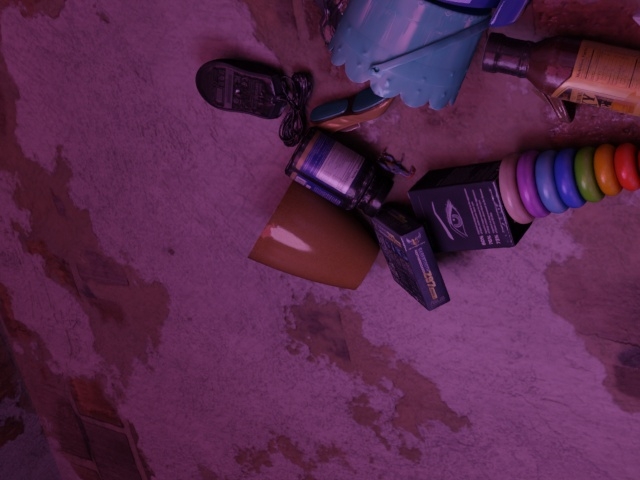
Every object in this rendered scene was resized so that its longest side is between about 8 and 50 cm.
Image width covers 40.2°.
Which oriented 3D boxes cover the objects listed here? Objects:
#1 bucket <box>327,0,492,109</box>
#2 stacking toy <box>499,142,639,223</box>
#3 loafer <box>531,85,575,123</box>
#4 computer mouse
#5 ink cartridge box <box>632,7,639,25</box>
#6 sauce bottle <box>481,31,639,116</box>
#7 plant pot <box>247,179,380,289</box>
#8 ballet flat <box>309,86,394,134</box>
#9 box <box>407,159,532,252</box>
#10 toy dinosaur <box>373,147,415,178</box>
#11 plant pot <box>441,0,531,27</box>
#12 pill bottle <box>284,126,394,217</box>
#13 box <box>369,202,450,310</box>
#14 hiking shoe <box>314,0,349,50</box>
[{"bbox_3d":[0.165,-0.384,1.585,0.281,0.281,0.183,33,124,13],"label":"bucket"},{"bbox_3d":[0.505,-0.126,1.614,0.330,0.141,0.141,-11,112,35],"label":"stacking toy"},{"bbox_3d":[0.423,-0.281,1.618,0.050,0.056,0.148,-23,94,43],"label":"loafer"},{"bbox_3d":[-0.149,-0.336,1.982,0.272,0.072,0.188,20,127,8],"label":"computer mouse"},{"bbox_3d":[0.596,-0.400,1.307,0.078,0.134,0.231,37,95,-19],"label":"ink cartridge box"},{"bbox_3d":[0.455,-0.293,1.518,0.344,0.111,0.111,17,127,17],"label":"sauce bottle"},{"bbox_3d":[0.000,0.000,2.005,0.254,0.237,0.237,30,133,-2],"label":"plant pot"},{"bbox_3d":[0.081,-0.276,1.863,0.232,0.080,0.073,-8,141,41],"label":"ballet flat"},{"bbox_3d":[0.307,-0.068,1.801,0.207,0.108,0.153,-4,116,38],"label":"box"},{"bbox_3d":[0.164,-0.162,1.903,0.082,0.047,0.090,41,168,-6],"label":"toy dinosaur"},{"bbox_3d":[0.292,-0.504,1.443,0.212,0.236,0.236,33,132,6],"label":"plant pot"},{"bbox_3d":[0.043,-0.142,1.896,0.219,0.123,0.123,30,133,-3],"label":"pill bottle"},{"bbox_3d":[0.188,0.031,1.893,0.183,0.059,0.233,66,172,-18],"label":"box"},{"bbox_3d":[0.043,-0.494,1.738,0.114,0.086,0.227,-5,122,23],"label":"hiking shoe"}]
